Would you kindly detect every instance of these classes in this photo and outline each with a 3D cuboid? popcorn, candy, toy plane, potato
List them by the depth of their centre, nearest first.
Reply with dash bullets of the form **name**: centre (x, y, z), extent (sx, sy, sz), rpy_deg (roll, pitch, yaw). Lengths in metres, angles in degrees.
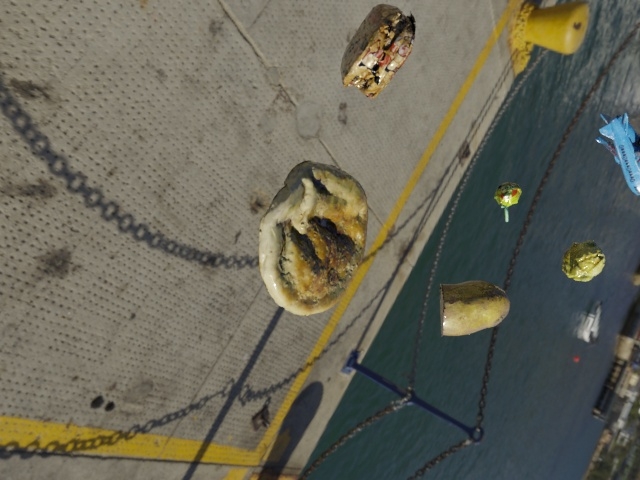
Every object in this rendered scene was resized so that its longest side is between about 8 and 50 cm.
- **candy**: centre (0.472, -0.087, 1.175), extent (0.062, 0.058, 0.194), rpy_deg (-29, 151, 7)
- **toy plane**: centre (0.869, -0.237, 1.289), extent (0.105, 0.254, 0.271), rpy_deg (-37, 100, 11)
- **popcorn**: centre (0.742, 0.061, 1.326), extent (0.106, 0.121, 0.116), rpy_deg (-28, 94, -22)
- **potato**: centre (0.588, 0.253, 1.777), extent (0.229, 0.266, 0.229), rpy_deg (-4, 90, -82)

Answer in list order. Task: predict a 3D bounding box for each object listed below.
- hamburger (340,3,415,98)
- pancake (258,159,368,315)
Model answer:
- **hamburger**: centre (0.131, -0.460, 1.116), extent (0.107, 0.231, 0.230), rpy_deg (22, 91, -19)
- **pancake**: centre (0.000, 0.001, 1.105), extent (0.387, 0.082, 0.386), rpy_deg (-19, 115, -48)
